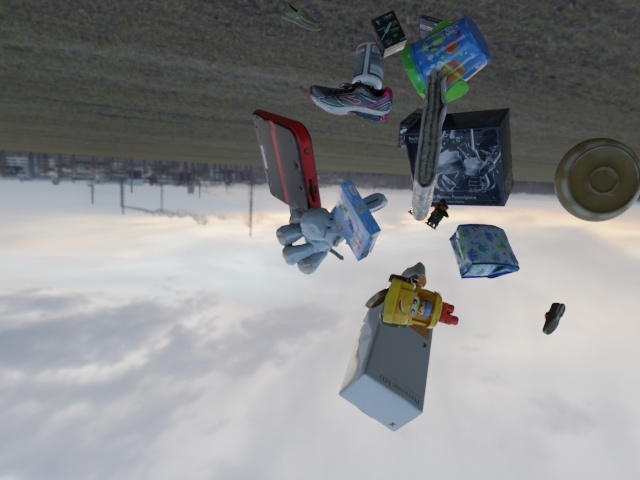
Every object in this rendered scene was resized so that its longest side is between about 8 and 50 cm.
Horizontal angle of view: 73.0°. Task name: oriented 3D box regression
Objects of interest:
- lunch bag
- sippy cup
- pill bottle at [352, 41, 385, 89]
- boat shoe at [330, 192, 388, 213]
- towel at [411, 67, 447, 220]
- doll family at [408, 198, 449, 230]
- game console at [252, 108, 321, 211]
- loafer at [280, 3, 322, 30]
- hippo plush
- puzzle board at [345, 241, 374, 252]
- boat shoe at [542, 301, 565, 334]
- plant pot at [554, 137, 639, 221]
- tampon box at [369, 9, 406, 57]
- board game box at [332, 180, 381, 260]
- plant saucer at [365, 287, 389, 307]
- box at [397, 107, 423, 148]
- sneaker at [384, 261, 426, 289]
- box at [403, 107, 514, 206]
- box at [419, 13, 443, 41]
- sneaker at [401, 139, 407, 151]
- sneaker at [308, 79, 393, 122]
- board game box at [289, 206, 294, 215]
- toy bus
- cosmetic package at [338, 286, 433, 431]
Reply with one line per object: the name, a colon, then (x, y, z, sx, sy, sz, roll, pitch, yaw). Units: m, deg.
lunch bag: (0.432, 0.028, 1.133, 0.152, 0.128, 0.096, -3, 150, -9)
sippy cup: (0.430, -0.610, 1.446, 0.224, 0.305, 0.240, -27, 174, 37)
pill bottle: (0.254, -0.885, 2.296, 0.162, 0.282, 0.161, 8, 169, 2)
boat shoe: (0.195, -0.153, 2.167, 0.303, 0.108, 0.094, -15, 160, 25)
towel: (0.231, -0.197, 0.912, 0.049, 0.281, 0.187, 7, 163, 13)
doll family: (0.382, -0.116, 1.510, 0.076, 0.111, 0.193, 18, -163, -48)
game console: (-0.131, -0.297, 1.685, 0.060, 0.386, 0.342, -27, -142, -24)
loafer: (-0.062, -0.755, 1.462, 0.148, 0.050, 0.056, 19, -144, -3)
hippo plush: (0.000, 0.000, 1.548, 0.295, 0.234, 0.237, 22, 163, -16)
puzzle board: (0.183, 0.005, 1.975, 0.128, 0.096, 0.011, 19, -133, 3)
boat shoe: (1.098, 0.370, 2.053, 0.064, 0.178, 0.060, 47, 162, -30)
plant pot: (0.780, -0.168, 1.202, 0.237, 0.236, 0.032, 3, -175, 5)
tampon box: (0.330, -1.007, 2.114, 0.121, 0.160, 0.101, -24, 179, 2)
board game box: (0.094, -0.048, 1.196, 0.039, 0.160, 0.211, -25, 163, -14)
plant saucer: (0.162, 0.166, 1.210, 0.084, 0.083, 0.015, -6, -129, -47)
box: (0.513, -0.556, 2.188, 0.164, 0.142, 0.247, 18, -141, 26)
sneaker: (0.374, 0.190, 1.909, 0.262, 0.099, 0.121, -40, -164, 40)
box: (0.526, -0.306, 1.633, 0.344, 0.312, 0.179, 4, -144, 35)
box: (0.497, -0.922, 1.936, 0.116, 0.029, 0.162, 33, 164, 28)
sneaker: (0.483, -0.428, 1.911, 0.222, 0.118, 0.083, 24, 171, 7)
sneaker: (0.108, -0.513, 1.533, 0.300, 0.111, 0.120, 8, -134, -5)
board game box: (-0.077, -0.183, 1.988, 0.026, 0.126, 0.186, 30, -119, 20)
toy bus: (0.288, 0.192, 1.234, 0.212, 0.149, 0.220, 15, 177, 20)
cosmetic package: (0.250, 0.399, 1.529, 0.230, 0.161, 0.453, 35, -144, -4)
